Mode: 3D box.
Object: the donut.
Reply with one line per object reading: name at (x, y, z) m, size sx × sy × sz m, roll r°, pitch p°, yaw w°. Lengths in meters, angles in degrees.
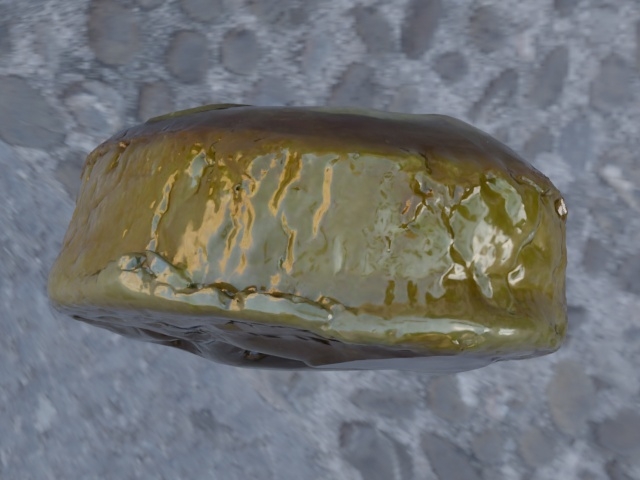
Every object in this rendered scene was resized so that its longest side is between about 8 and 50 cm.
donut at (0.000, 0.000, 0.954) m, size 0.330 × 0.330 × 0.160 m, roll 13°, pitch 82°, yaw -18°
